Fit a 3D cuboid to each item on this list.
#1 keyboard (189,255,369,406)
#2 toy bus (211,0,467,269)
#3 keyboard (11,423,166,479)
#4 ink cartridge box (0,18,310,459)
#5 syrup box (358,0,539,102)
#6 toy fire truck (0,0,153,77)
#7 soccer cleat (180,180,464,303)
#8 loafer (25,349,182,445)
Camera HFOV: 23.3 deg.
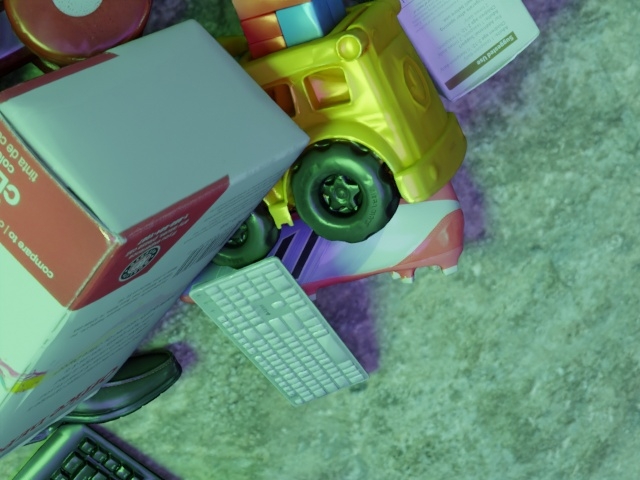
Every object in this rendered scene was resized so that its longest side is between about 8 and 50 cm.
[{"bbox_3d":[-0.027,0.077,1.235,0.072,0.014,0.256,-17,151,10],"label":"keyboard"},{"bbox_3d":[-0.029,-0.105,1.157,0.220,0.149,0.211,-15,110,25],"label":"toy bus"},{"bbox_3d":[-0.238,0.321,1.331,0.201,0.033,0.317,39,95,-24],"label":"keyboard"},{"bbox_3d":[-0.179,0.014,1.065,0.131,0.226,0.306,47,126,6],"label":"ink cartridge box"},{"bbox_3d":[0.061,-0.231,1.198,0.096,0.093,0.237,-39,114,-2],"label":"syrup box"},{"bbox_3d":[-0.259,-0.204,1.086,0.302,0.169,0.254,-30,96,-6],"label":"toy fire truck"},{"bbox_3d":[0.000,0.000,1.274,0.248,0.083,0.095,-10,94,-14],"label":"soccer cleat"},{"bbox_3d":[-0.197,0.116,1.258,0.170,0.062,0.061,-18,108,-12],"label":"loafer"}]
